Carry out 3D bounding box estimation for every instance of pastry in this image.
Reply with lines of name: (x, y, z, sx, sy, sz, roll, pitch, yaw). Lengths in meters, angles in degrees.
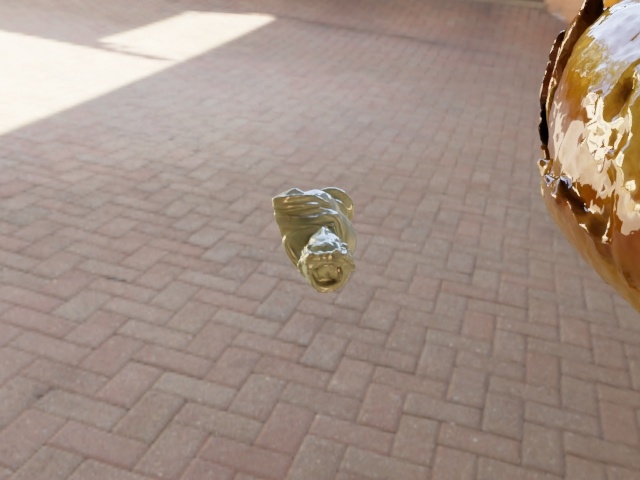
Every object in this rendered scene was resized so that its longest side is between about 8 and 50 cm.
pastry: (0.285, -0.023, 0.445, 0.356, 0.164, 0.356, 17, 30, -10)

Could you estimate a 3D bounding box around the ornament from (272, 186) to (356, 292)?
ornament: (0.001, -0.001, 0.473, 0.041, 0.068, 0.092, -28, 45, 14)
